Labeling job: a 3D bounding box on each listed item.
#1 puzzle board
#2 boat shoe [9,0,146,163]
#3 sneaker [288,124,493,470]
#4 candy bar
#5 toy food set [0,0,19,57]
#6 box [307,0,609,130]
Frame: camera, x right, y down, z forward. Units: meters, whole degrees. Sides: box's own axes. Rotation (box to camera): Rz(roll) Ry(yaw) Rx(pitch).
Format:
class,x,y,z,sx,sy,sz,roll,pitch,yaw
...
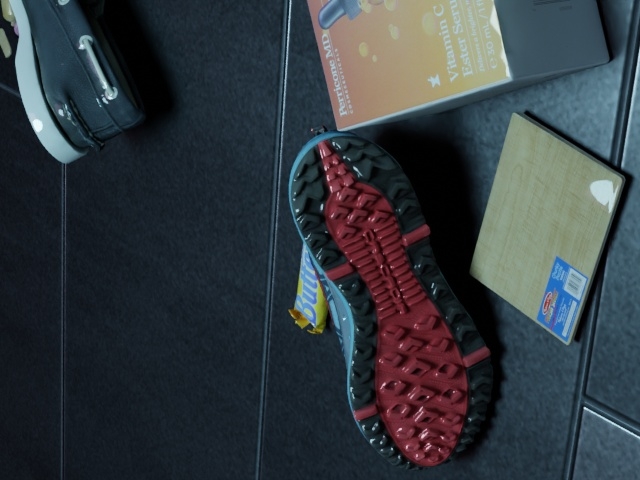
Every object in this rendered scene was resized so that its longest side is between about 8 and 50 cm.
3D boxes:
class,x,y,z,sx,sy,sz,roll,pitch,yaw
puzzle board,0.148,-0.008,0.978,0.096,0.011,0.128,38,129,37
boat shoe,-0.227,-0.215,1.323,0.091,0.114,0.302,-22,74,11
sneaker,0.051,0.036,1.068,0.125,0.104,0.261,-108,1,-74
candy bar,0.000,0.000,1.161,0.040,0.018,0.161,34,126,41
toy food set,-0.279,-0.233,1.439,0.122,0.019,0.078,-37,72,42
box,0.080,-0.152,0.951,0.170,0.091,0.130,-13,91,52
